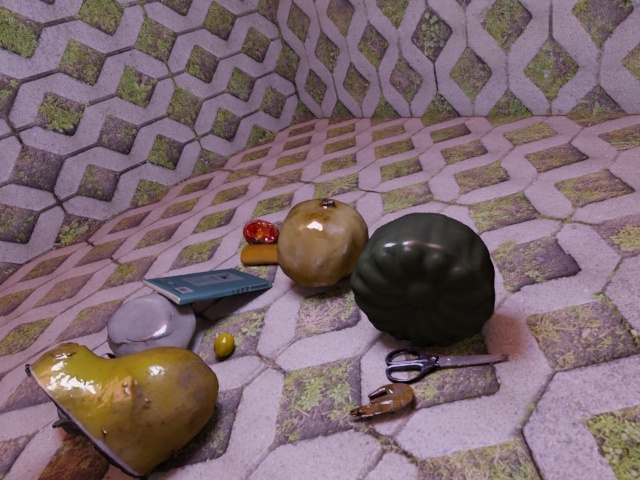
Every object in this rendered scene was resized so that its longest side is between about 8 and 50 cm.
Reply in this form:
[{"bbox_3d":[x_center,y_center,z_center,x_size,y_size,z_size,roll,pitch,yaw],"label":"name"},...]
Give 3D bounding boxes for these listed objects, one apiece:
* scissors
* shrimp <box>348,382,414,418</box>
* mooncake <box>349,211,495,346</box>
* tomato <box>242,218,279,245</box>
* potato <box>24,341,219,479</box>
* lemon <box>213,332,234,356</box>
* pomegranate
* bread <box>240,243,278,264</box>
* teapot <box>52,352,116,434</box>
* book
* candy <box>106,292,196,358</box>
[{"bbox_3d":[0.312,0.304,1.070,0.300,0.022,0.109,-8,34,14],"label":"scissors"},{"bbox_3d":[0.141,0.375,1.016,0.162,0.045,0.095,-18,28,3],"label":"shrimp"},{"bbox_3d":[0.261,0.110,1.099,0.356,0.356,0.194,-1,38,28],"label":"mooncake"},{"bbox_3d":[-0.262,-0.016,1.877,0.159,0.091,0.139,13,43,0],"label":"tomato"},{"bbox_3d":[-0.458,0.359,1.075,0.397,0.290,0.296,42,62,11],"label":"potato"},{"bbox_3d":[-0.298,0.322,1.330,0.065,0.065,0.092,-5,30,22],"label":"lemon"},{"bbox_3d":[0.000,0.000,1.478,0.333,0.332,0.332,-13,29,8],"label":"pomegranate"},{"bbox_3d":[-0.216,0.053,1.745,0.239,0.074,0.092,-3,27,23],"label":"bread"},{"bbox_3d":[-0.663,0.449,1.242,0.193,0.129,0.294,-12,30,8],"label":"teapot"},{"bbox_3d":[-0.398,0.154,1.535,0.264,0.031,0.379,14,13,43],"label":"book"},{"bbox_3d":[-0.543,0.294,1.394,0.295,0.185,0.295,-3,40,2],"label":"candy"}]
